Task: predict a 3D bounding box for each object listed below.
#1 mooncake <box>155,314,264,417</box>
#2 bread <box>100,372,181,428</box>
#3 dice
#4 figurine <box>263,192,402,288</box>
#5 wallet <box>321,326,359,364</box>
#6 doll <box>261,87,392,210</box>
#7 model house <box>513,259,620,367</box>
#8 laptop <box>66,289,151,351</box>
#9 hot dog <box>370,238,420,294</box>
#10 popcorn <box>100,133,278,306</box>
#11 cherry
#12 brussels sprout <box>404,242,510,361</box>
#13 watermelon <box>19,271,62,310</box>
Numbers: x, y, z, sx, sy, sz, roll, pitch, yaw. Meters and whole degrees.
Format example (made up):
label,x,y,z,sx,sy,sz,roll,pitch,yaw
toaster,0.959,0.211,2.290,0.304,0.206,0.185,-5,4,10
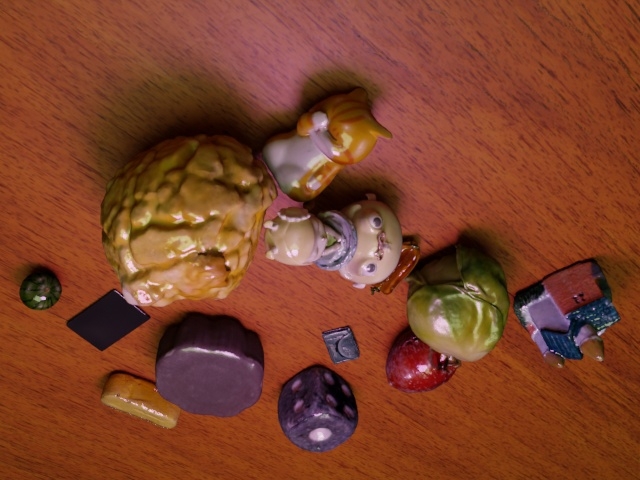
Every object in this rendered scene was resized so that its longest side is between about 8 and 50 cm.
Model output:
label,x,y,z,sx,sy,sz,roll,pitch,yaw
mooncake,-0.300,0.343,1.666,0.305,0.154,0.306,-2,127,-3
bread,-0.526,0.475,1.787,0.245,0.094,0.102,30,128,-22
dice,-0.008,0.500,1.784,0.181,0.183,0.182,-37,121,19
figurine,0.000,0.000,1.350,0.274,0.394,0.227,3,92,38
wallet,0.061,0.306,1.741,0.088,0.026,0.129,-14,126,7
doll,0.001,-0.196,1.290,0.269,0.162,0.167,-37,78,28
model house,0.665,0.227,1.569,0.253,0.291,0.184,-26,119,15
laptop,-0.577,0.218,1.643,0.197,0.016,0.135,-32,121,17
hot dog,0.192,0.071,1.559,0.072,0.055,0.188,36,122,-3
popcorn,-0.290,-0.045,1.263,0.354,0.344,0.390,29,120,7
cherry,0.273,0.344,1.693,0.175,0.192,0.249,51,126,8
brussels sprout,0.347,0.152,1.537,0.259,0.227,0.295,-14,102,15
watermelon,-0.705,0.127,1.515,0.108,0.109,0.109,-2,126,-3
